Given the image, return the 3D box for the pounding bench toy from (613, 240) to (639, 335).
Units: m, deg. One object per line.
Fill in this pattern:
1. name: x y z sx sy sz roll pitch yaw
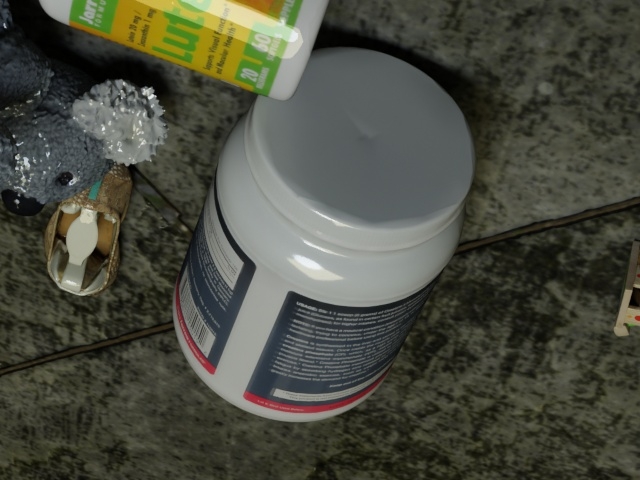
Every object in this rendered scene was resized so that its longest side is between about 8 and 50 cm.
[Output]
1. pounding bench toy: 0.275 0.050 1.585 0.065 0.052 0.083 12 142 6

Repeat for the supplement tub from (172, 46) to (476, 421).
1. supplement tub: 0.000 0.000 1.513 0.191 0.191 0.272 20 143 -4

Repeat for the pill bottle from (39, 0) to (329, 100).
1. pill bottle: -0.113 -0.198 1.353 0.246 0.136 0.136 19 142 -3

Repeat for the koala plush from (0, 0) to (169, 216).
1. koala plush: -0.242 -0.101 1.526 0.221 0.203 0.196 19 158 -38

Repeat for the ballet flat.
1. ballet flat: -0.208 0.003 1.698 0.073 0.067 0.206 16 143 0
